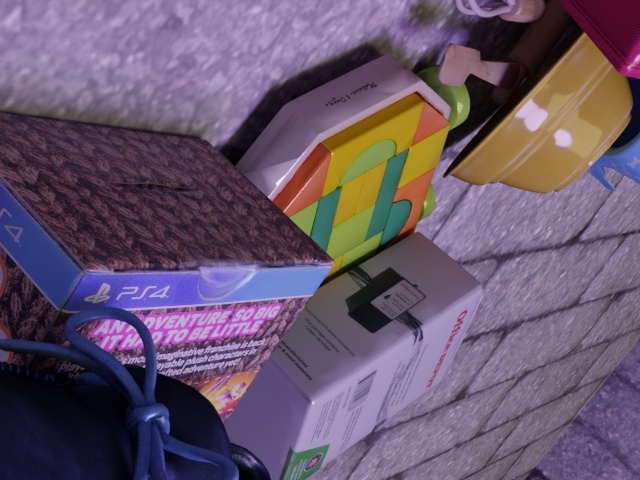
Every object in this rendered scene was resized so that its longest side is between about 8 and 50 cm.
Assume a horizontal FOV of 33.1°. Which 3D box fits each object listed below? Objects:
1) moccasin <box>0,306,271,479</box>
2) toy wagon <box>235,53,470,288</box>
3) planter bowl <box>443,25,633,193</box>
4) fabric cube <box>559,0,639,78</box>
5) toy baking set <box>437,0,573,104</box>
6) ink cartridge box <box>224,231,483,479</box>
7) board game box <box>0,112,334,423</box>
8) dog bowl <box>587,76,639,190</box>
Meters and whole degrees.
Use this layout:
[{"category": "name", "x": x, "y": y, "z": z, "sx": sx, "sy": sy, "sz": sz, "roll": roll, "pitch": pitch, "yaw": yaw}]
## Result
[{"category": "moccasin", "x": -0.101, "y": 0.100, "z": 0.506, "sx": 0.117, "sy": 0.137, "sz": 0.342, "roll": -30, "pitch": 165, "yaw": -2}, {"category": "toy wagon", "x": 0.000, "y": 0.000, "z": 0.917, "sx": 0.267, "sy": 0.068, "sz": 0.344, "roll": -30, "pitch": 151, "yaw": -32}, {"category": "planter bowl", "x": 0.217, "y": -0.108, "z": 0.983, "sx": 0.217, "sy": 0.090, "sz": 0.217, "roll": -47, "pitch": -179, "yaw": 1}, {"category": "fabric cube", "x": 0.291, "y": -0.250, "z": 0.686, "sx": 0.259, "sy": 0.254, "sz": 0.258, "roll": 9, "pitch": 128, "yaw": -30}, {"category": "toy baking set", "x": 0.168, "y": -0.208, "z": 0.895, "sx": 0.256, "sy": 0.030, "sz": 0.197, "roll": -56, "pitch": 151, "yaw": -11}, {"category": "ink cartridge box", "x": 0.027, "y": 0.103, "z": 0.931, "sx": 0.208, "sy": 0.087, "sz": 0.153, "roll": -28, "pitch": 150, "yaw": -35}, {"category": "board game box", "x": -0.171, "y": 0.083, "z": 0.676, "sx": 0.291, "sy": 0.141, "sz": 0.232, "roll": -56, "pitch": 154, "yaw": 18}, {"category": "dog bowl", "x": 0.320, "y": -0.133, "z": 1.063, "sx": 0.166, "sy": 0.074, "sz": 0.297, "roll": -64, "pitch": -172, "yaw": 4}]
